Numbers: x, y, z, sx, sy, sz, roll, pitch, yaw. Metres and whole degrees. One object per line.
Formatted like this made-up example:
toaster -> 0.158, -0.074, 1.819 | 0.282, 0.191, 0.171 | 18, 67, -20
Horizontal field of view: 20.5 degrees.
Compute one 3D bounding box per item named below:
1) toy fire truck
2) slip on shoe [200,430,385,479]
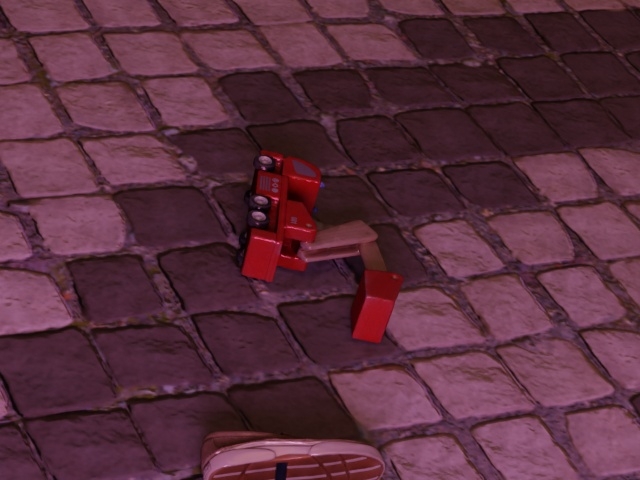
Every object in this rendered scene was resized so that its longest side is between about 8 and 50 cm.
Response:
toy fire truck -> 0.000, 0.000, 1.502 | 0.135, 0.047, 0.192 | 13, 35, -6
slip on shoe -> -0.021, 0.157, 1.282 | 0.135, 0.051, 0.041 | -3, 42, -13
